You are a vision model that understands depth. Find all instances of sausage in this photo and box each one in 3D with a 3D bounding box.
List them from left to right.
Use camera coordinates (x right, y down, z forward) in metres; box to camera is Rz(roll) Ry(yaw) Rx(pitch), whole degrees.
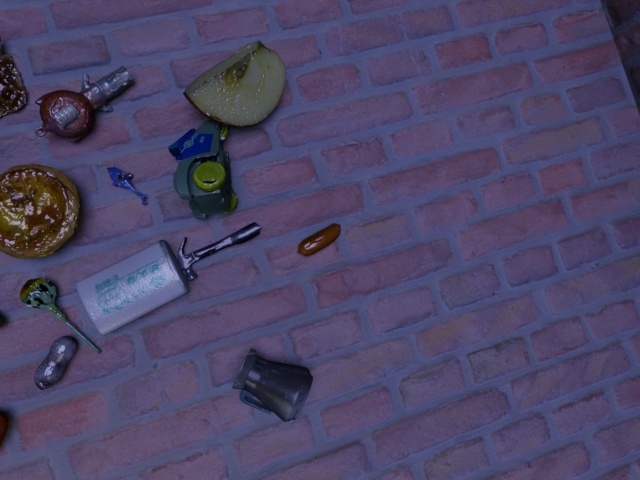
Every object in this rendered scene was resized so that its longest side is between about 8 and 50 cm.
[{"bbox_3d":[0.000,0.000,1.400,0.183,0.054,0.062,-28,117,-12],"label":"sausage"}]

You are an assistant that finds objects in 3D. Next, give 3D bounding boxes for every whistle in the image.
[{"bbox_3d":[-0.752,-0.438,1.297,0.346,0.133,0.142,-44,107,-18],"label":"whistle"}]

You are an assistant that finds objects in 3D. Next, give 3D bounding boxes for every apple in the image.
[{"bbox_3d":[-0.280,-0.510,1.340,0.254,0.179,0.346,41,70,14],"label":"apple"}]

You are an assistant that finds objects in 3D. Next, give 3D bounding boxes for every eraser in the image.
[{"bbox_3d":[-0.581,0.145,1.276,0.289,0.104,0.189,-28,93,-9],"label":"eraser"}]

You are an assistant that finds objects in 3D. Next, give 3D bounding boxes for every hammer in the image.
[{"bbox_3d":[-0.336,0.010,1.357,0.289,0.037,0.137,-27,91,-9],"label":"hammer"}]

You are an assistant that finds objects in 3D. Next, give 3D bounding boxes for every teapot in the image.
[{"bbox_3d":[-0.158,0.462,1.289,0.225,0.171,0.203,25,112,1],"label":"teapot"}]

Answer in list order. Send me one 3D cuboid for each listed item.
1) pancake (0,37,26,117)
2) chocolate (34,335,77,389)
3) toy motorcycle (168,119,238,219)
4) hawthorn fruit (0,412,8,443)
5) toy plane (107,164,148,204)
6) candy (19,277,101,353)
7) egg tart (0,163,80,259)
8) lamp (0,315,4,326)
[{"bbox_3d":[-1.068,-0.502,1.286,0.212,0.056,0.258,-21,88,-10],"label":"pancake"},{"bbox_3d":[-0.805,0.370,1.235,0.072,0.072,0.167,26,81,-5],"label":"chocolate"},{"bbox_3d":[-0.387,-0.245,1.317,0.199,0.191,0.327,-10,67,-1],"label":"toy motorcycle"},{"bbox_3d":[-0.982,0.560,1.164,0.132,0.133,0.138,3,94,-8],"label":"hawthorn fruit"},{"bbox_3d":[-0.632,-0.181,1.329,0.167,0.054,0.062,39,105,-2],"label":"toy plane"},{"bbox_3d":[-0.790,0.238,1.260,0.305,0.083,0.091,47,63,-10],"label":"candy"},{"bbox_3d":[-0.876,-0.086,1.248,0.289,0.115,0.291,1,87,-9],"label":"egg tart"},{"bbox_3d":[-1.073,0.219,1.195,0.249,0.101,0.101,15,83,-10],"label":"lamp"}]
